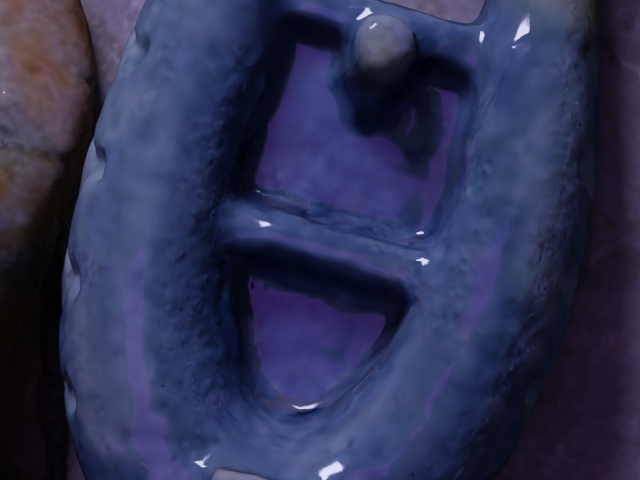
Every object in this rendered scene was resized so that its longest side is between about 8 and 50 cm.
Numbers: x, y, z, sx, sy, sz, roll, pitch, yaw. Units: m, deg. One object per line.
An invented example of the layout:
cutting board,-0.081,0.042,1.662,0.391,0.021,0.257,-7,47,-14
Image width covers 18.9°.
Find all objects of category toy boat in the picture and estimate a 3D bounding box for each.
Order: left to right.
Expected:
toy boat,0.000,0.000,0.786,0.215,0.123,0.330,18,89,2

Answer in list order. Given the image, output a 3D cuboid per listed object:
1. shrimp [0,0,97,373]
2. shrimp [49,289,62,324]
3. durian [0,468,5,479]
shrimp,-0.198,-0.012,0.848,0.168,0.077,0.317,24,67,-20
shrimp,-0.055,0.015,0.884,0.147,0.035,0.195,8,95,23
durian,-0.174,0.136,0.904,0.140,0.071,0.110,48,141,11
